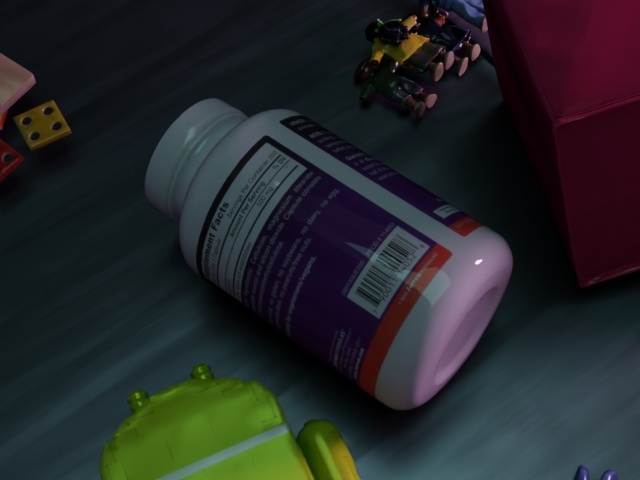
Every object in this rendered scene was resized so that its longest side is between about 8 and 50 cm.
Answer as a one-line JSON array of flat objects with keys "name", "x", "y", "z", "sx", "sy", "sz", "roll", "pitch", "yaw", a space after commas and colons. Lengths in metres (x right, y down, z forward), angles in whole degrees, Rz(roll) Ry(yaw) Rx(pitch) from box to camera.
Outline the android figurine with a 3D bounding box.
[{"name": "android figurine", "x": -0.087, "y": 0.232, "z": 0.956, "sx": 0.248, "sy": 0.056, "sz": 0.272, "roll": -24, "pitch": 62, "yaw": -11}]

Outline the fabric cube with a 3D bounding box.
[{"name": "fabric cube", "x": 0.306, "y": -0.158, "z": 1.011, "sx": 0.259, "sy": 0.254, "sz": 0.258, "roll": -18, "pitch": 52, "yaw": 5}]

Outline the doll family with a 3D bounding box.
[{"name": "doll family", "x": 0.108, "y": -0.226, "z": 1.206, "sx": 0.111, "sy": 0.076, "sz": 0.193, "roll": 33, "pitch": 62, "yaw": 24}]

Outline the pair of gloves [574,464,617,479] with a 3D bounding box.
[{"name": "pair of gloves", "x": 0.279, "y": 0.280, "z": 0.933, "sx": 0.198, "sy": 0.023, "sz": 0.159, "roll": 14, "pitch": 63, "yaw": 11}]

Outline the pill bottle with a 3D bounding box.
[{"name": "pill bottle", "x": 0.000, "y": 0.000, "z": 1.014, "sx": 0.323, "sy": 0.181, "sz": 0.181, "roll": 33, "pitch": 67, "yaw": 20}]

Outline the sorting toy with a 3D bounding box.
[{"name": "sorting toy", "x": -0.388, "y": -0.148, "z": 1.193, "sx": 0.275, "sy": 0.046, "sz": 0.132, "roll": 32, "pitch": 66, "yaw": 19}]
